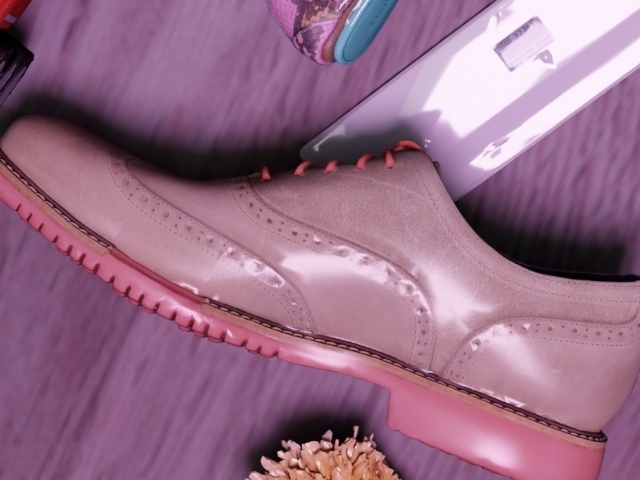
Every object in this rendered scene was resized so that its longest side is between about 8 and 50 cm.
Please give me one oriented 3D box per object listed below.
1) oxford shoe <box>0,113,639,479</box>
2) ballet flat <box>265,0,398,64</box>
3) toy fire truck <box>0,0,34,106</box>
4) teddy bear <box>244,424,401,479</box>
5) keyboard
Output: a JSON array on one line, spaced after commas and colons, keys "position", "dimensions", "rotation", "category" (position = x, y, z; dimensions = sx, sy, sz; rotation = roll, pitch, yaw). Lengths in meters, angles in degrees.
[{"position": [0.000, 0.000, 0.943], "dimensions": [0.348, 0.123, 0.130], "rotation": [24, 96, -2], "category": "oxford shoe"}, {"position": [0.048, -0.186, 0.911], "dimensions": [0.079, 0.077, 0.221], "rotation": [44, 105, 11], "category": "ballet flat"}, {"position": [-0.126, -0.163, 0.861], "dimensions": [0.158, 0.217, 0.246], "rotation": [36, 90, -6], "category": "toy fire truck"}, {"position": [0.058, 0.253, 1.003], "dimensions": [0.245, 0.113, 0.338], "rotation": [-29, 99, 5], "category": "teddy bear"}, {"position": [0.110, -0.093, 0.961], "dimensions": [0.256, 0.014, 0.072], "rotation": [-37, 96, 12], "category": "keyboard"}]
